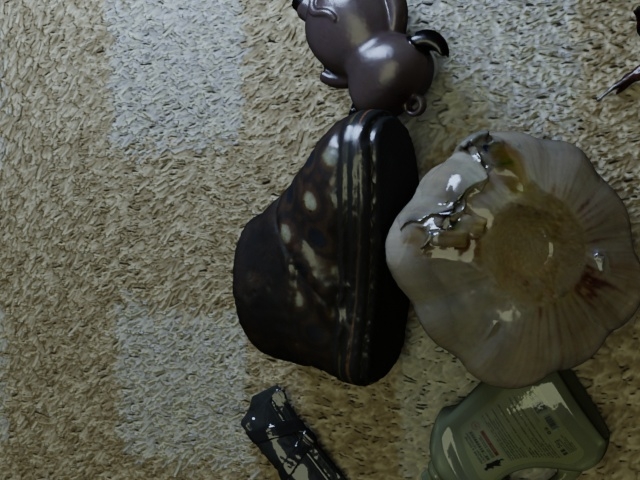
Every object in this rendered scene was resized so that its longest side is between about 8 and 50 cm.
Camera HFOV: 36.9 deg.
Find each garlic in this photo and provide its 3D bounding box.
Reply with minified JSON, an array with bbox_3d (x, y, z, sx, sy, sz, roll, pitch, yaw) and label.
[{"bbox_3d":[0.243,0.020,1.192,0.322,0.241,0.321,1,112,4],"label":"garlic"}]

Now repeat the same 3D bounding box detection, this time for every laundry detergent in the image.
[{"bbox_3d":[0.245,0.272,1.294,0.253,0.091,0.181,-36,85,22],"label":"laundry detergent"}]

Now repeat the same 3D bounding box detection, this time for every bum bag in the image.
[{"bbox_3d":[-0.044,0.316,1.455,0.087,0.049,0.197,-37,77,-2],"label":"bum bag"}]

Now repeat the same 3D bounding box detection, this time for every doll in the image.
[{"bbox_3d":[0.064,-0.266,1.320,0.257,0.117,0.182,50,121,16],"label":"doll"}]

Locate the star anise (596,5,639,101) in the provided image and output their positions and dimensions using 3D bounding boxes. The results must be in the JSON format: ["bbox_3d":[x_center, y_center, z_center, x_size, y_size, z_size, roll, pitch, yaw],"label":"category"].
[{"bbox_3d":[0.430,-0.239,1.197,0.141,0.144,0.158,-23,91,-21],"label":"star anise"}]

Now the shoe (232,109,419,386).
[{"bbox_3d":[0.000,0.000,1.320,0.237,0.171,0.383,13,112,28],"label":"shoe"}]
